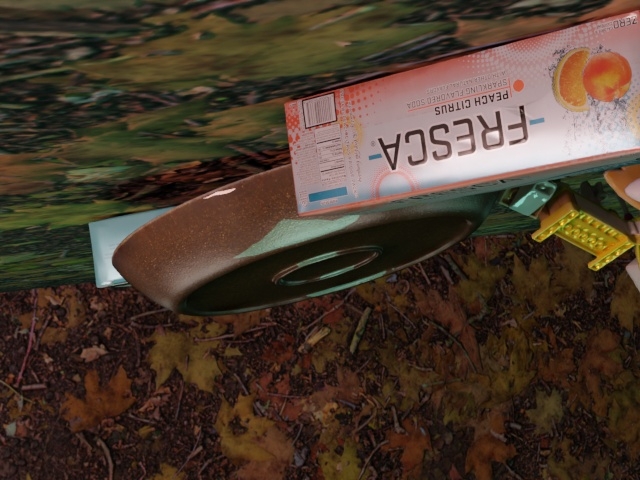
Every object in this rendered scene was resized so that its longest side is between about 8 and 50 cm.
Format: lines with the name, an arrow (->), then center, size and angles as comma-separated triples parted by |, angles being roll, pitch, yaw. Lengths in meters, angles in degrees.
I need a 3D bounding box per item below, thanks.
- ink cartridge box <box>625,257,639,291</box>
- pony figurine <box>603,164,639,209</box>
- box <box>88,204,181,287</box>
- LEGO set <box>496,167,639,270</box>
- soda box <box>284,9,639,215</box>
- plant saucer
ink cartridge box -> 0.471, 0.022, 1.141 | 0.232, 0.168, 0.171 | -38, -170, -21
pony figurine -> 0.337, 0.029, 0.592 | 0.363, 0.303, 0.351 | 19, -166, -9
box -> -0.124, 0.007, 1.098 | 0.100, 0.060, 0.244 | -9, 177, 13
LEGO set -> 0.270, -0.052, 1.022 | 0.287, 0.107, 0.132 | -3, 142, -10
soda box -> 0.074, -0.052, 0.521 | 0.183, 0.058, 0.063 | -9, 177, 35
plant saucer -> 0.000, 0.000, 0.863 | 0.310, 0.050, 0.310 | -16, 168, -4
